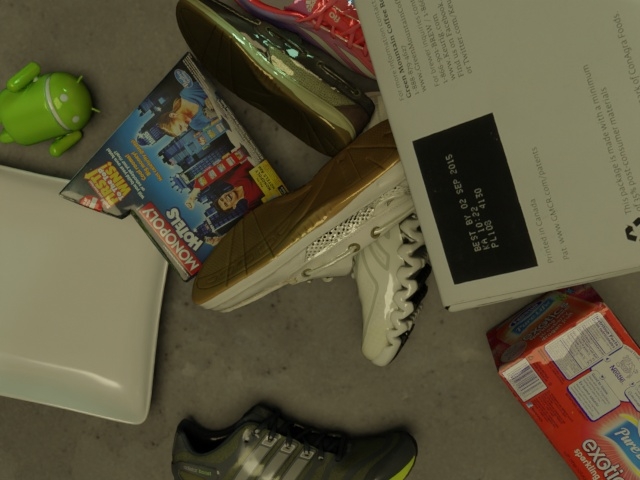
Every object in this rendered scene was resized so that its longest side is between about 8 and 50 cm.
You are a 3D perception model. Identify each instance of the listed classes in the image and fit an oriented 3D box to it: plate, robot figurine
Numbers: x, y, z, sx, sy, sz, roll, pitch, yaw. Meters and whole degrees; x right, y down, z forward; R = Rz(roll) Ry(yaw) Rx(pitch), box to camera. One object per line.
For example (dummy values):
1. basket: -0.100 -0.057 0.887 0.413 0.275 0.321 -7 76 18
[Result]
1. plate: -0.313 0.057 0.887 0.277 0.045 0.278 11 102 4
2. robot figurine: -0.301 -0.144 0.830 0.115 0.067 0.101 -15 128 9

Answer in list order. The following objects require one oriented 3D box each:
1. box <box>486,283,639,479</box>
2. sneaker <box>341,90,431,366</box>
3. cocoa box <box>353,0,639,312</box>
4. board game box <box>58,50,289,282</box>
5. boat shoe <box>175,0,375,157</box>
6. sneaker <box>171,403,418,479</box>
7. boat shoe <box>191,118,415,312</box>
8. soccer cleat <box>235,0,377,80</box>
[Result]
1. box: 0.304 0.179 0.803 0.128 0.123 0.257 -37 96 13
2. sneaker: 0.063 -0.015 0.806 0.118 0.110 0.292 7 95 13
3. cocoa box: 0.196 -0.150 0.632 0.231 0.228 0.347 -16 90 36
4. board game box: -0.161 -0.062 0.801 0.194 0.060 0.194 -36 96 -9
5. boat shoe: -0.044 -0.173 0.759 0.223 0.080 0.073 40 64 7
6. sneaker: -0.039 0.248 0.869 0.299 0.111 0.121 -11 97 7
7. boat shoe: 0.000 0.000 0.729 0.277 0.098 0.096 -33 125 18
8. soccer cleat: 0.016 -0.223 0.762 0.247 0.095 0.083 26 104 1
